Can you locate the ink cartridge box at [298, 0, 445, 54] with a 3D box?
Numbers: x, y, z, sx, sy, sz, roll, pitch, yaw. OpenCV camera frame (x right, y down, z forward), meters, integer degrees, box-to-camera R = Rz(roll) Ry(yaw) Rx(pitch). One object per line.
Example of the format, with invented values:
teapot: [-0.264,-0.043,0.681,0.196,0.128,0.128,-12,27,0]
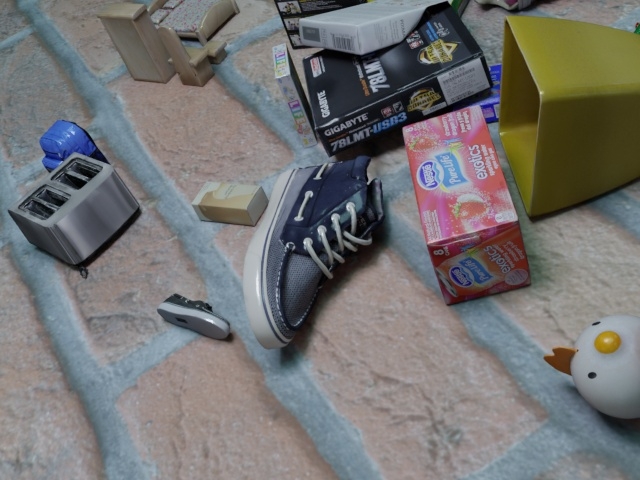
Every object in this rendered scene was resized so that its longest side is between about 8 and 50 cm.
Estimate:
ink cartridge box: [0.106,-0.397,1.487,0.232,0.066,0.189,-19,25,-29]

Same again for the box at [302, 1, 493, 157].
box: [0.121,-0.293,1.423,0.294,0.073,0.295,-20,34,9]

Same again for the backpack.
backpack: [-0.477,-0.164,1.562,0.098,0.120,0.101,13,53,33]

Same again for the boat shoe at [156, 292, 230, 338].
boat shoe: [-0.184,0.107,1.207,0.142,0.049,0.040,12,53,36]

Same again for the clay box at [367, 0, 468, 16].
clay box: [0.181,-0.482,1.639,0.222,0.053,0.127,5,50,30]

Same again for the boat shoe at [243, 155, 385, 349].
boat shoe: [0.000,0.000,1.169,0.158,0.127,0.340,-14,42,22]

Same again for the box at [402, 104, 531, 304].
box: [0.199,-0.055,1.137,0.123,0.128,0.256,-15,43,10]

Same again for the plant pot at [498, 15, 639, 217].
plant pot: [0.369,-0.185,1.150,0.187,0.212,0.212,-6,43,3]

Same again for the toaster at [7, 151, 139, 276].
toaster: [-0.429,-0.052,1.435,0.186,0.110,0.168,21,59,38]

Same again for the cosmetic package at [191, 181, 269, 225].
cosmetic package: [-0.151,-0.063,1.369,0.115,0.041,0.060,5,49,29]

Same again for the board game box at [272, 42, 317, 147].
board game box: [-0.045,-0.253,1.431,0.026,0.154,0.103,-16,43,8]

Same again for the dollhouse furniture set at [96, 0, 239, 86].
dollhouse furniture set: [-0.298,-0.528,1.814,0.303,0.173,0.355,14,54,34]

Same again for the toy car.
toy car: [0.342,0.121,0.857,0.238,0.210,0.219,-10,54,34]

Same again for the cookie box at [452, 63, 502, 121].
cookie box: [0.270,-0.243,1.361,0.092,0.040,0.107,-8,43,20]

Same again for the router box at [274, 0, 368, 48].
router box: [0.008,-0.454,1.629,0.179,0.133,0.046,2,48,25]

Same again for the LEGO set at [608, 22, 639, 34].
LEGO set: [0.547,-0.288,1.292,0.183,0.060,0.244,-15,54,10]

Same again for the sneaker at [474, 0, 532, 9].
sneaker: [0.388,-0.481,1.519,0.252,0.103,0.111,3,52,35]
